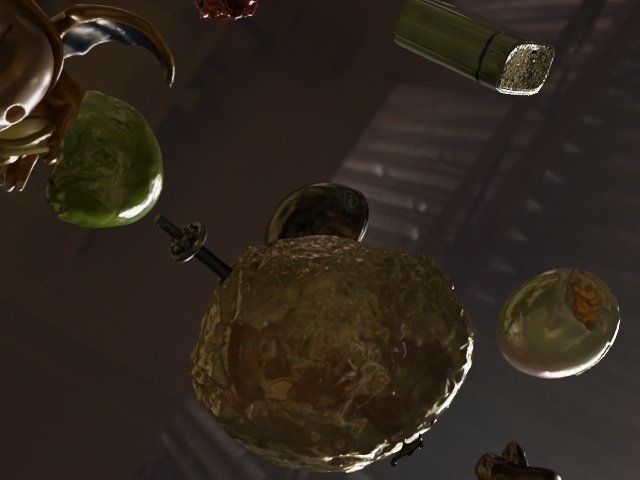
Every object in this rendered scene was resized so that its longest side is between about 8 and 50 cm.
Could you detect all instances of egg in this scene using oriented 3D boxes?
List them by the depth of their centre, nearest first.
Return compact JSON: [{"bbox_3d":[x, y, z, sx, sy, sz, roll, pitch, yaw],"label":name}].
[{"bbox_3d":[0.011,0.120,1.294,0.279,0.310,0.279,173,-90,-67],"label":"egg"},{"bbox_3d":[0.392,0.148,2.009,0.217,0.183,0.183,-53,-166,48],"label":"egg"}]

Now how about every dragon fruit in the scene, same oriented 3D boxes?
[{"bbox_3d":[-0.175,-0.492,2.270,0.133,0.150,0.208,-40,166,-32],"label":"dragon fruit"}]

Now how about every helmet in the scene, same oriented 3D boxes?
[{"bbox_3d":[0.000,0.000,2.049,0.216,0.193,0.189,-50,-154,36],"label":"helmet"}]

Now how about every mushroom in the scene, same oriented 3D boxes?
[{"bbox_3d":[0.309,0.373,1.884,0.170,0.135,0.080,-74,-177,-83],"label":"mushroom"}]

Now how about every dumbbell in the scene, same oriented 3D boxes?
[{"bbox_3d":[-0.183,0.036,2.003,0.081,0.254,0.081,-35,-149,25],"label":"dumbbell"}]

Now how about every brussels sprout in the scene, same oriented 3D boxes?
[{"bbox_3d":[-0.232,-0.081,1.316,0.151,0.122,0.149,-101,-147,-68],"label":"brussels sprout"}]

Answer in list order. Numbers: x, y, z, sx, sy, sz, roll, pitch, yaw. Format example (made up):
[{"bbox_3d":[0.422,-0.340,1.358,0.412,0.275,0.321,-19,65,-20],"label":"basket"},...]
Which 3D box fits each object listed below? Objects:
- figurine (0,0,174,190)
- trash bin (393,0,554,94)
[{"bbox_3d":[-0.450,-0.235,1.564,0.401,0.387,0.268,12,-114,28],"label":"figurine"},{"bbox_3d":[0.158,-0.200,1.219,0.116,0.130,0.059,-6,121,-56],"label":"trash bin"}]
